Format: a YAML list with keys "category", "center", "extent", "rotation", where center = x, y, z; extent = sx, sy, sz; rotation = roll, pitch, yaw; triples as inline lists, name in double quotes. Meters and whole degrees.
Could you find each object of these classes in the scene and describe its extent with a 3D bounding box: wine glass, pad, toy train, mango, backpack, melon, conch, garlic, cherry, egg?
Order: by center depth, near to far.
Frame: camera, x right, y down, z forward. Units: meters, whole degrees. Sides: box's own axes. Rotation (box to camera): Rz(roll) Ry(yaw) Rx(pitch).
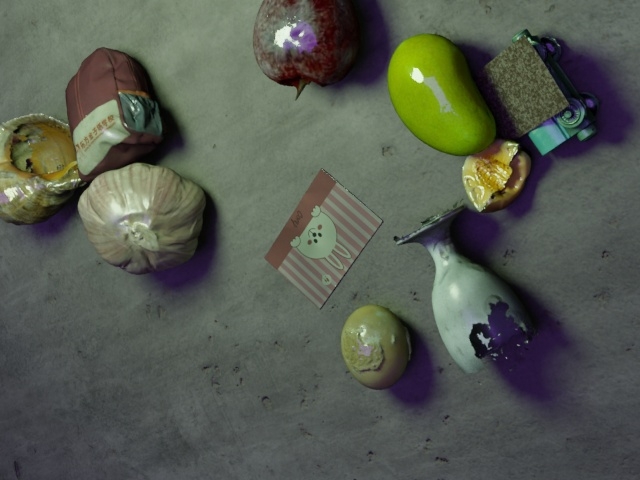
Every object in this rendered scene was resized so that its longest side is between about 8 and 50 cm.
- category: "toy train"
  center: [0.430, -0.282, 1.448]
  extent: [0.159, 0.101, 0.248]
  rotation: [-39, 81, 44]
- category: "pad"
  center: [0.371, -0.283, 1.451]
  extent: [0.158, 0.003, 0.235]
  rotation: [59, 155, 2]
- category: "mango"
  center: [0.236, -0.288, 1.511]
  extent: [0.185, 0.149, 0.272]
  rotation: [-25, 91, 53]
- category: "melon"
  center: [0.364, -0.145, 1.532]
  extent: [0.128, 0.079, 0.160]
  rotation: [47, 123, 37]
- category: "wine glass"
  center: [0.306, 0.106, 1.562]
  extent: [0.190, 0.190, 0.356]
  rotation: [-31, 84, 32]
- category: "cherry"
  center: [-0.029, -0.453, 1.592]
  extent: [0.230, 0.203, 0.300]
  rotation: [6, 105, 32]
- category: "egg"
  center: [0.125, 0.247, 1.711]
  extent: [0.164, 0.164, 0.201]
  rotation: [-4, 106, 30]
- category: "pad"
  center: [0.000, 0.000, 1.807]
  extent: [0.202, 0.005, 0.299]
  rotation: [42, 119, 14]
- category: "garlic"
  center: [-0.454, -0.049, 1.882]
  extent: [0.318, 0.259, 0.317]
  rotation: [-5, 110, -14]
- category: "backpack"
  center: [-0.542, -0.334, 1.920]
  extent: [0.283, 0.197, 0.317]
  rotation: [-31, 67, 29]
- category: "conch"
  center: [-0.783, -0.203, 2.091]
  extent: [0.353, 0.210, 0.297]
  rotation: [-14, 94, -2]
